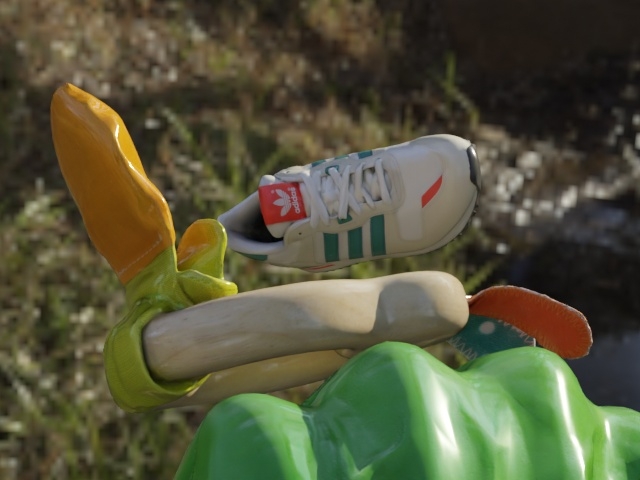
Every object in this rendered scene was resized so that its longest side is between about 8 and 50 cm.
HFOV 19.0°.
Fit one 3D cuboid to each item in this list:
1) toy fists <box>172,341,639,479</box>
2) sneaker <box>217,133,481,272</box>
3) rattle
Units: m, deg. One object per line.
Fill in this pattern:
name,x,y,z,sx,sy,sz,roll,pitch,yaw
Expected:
toy fists,0.082,0.116,0.443,0.279,0.096,0.142,21,56,-26
sneaker,0.011,-0.017,1.009,0.075,0.057,0.161,2,-14,-43
rattle,0.000,0.000,0.808,0.199,0.130,0.143,-13,62,-4
